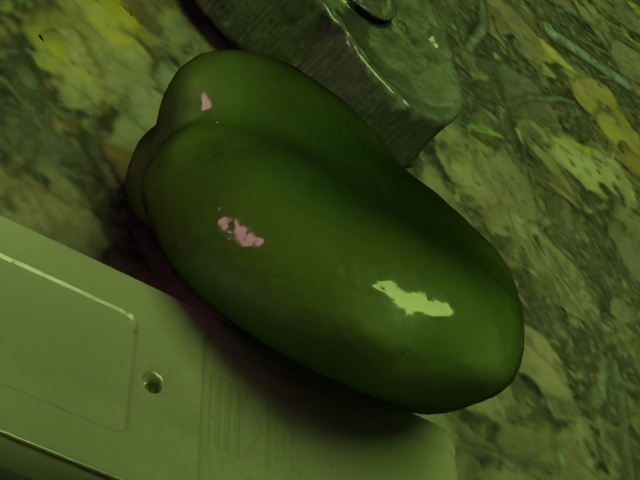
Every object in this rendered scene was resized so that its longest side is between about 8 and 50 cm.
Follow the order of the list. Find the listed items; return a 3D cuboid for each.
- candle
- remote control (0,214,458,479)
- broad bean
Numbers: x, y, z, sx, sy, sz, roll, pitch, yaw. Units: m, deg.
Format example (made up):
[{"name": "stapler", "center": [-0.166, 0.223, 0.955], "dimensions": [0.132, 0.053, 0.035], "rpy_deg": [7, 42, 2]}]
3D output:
[{"name": "candle", "center": [0.012, -0.136, 0.843], "dimensions": [0.192, 0.068, 0.168], "rpy_deg": [47, 30, -6]}, {"name": "remote control", "center": [-0.061, 0.078, 0.528], "dimensions": [0.277, 0.055, 0.103], "rpy_deg": [28, 36, -25]}, {"name": "broad bean", "center": [0.000, 0.000, 0.601], "dimensions": [0.169, 0.100, 0.228], "rpy_deg": [19, 23, -27]}]
